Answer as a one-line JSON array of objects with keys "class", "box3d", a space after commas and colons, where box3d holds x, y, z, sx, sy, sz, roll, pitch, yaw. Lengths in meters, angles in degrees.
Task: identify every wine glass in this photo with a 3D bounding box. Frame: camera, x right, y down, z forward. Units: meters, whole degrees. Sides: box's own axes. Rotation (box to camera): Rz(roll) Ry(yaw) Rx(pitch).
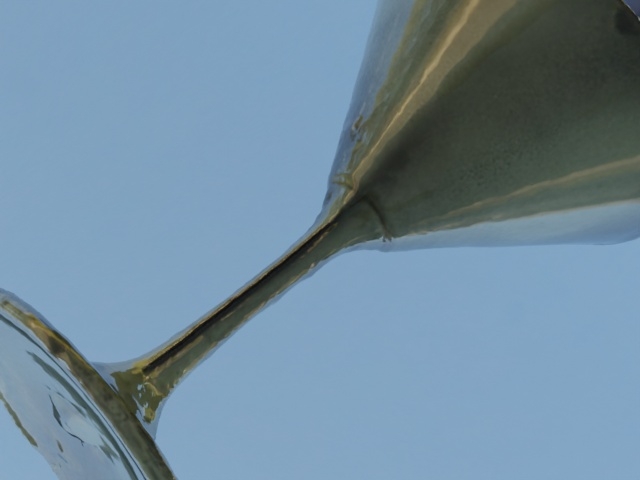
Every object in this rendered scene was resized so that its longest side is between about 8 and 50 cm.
[{"class": "wine glass", "box3d": [0.000, 0.000, 0.883, 0.406, 0.267, 0.267, -37, -81, -24]}]

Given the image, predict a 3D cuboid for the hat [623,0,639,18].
[{"class": "hat", "box3d": [0.261, -0.116, 0.989, 0.089, 0.205, 0.205, -16, -87, 1]}]
